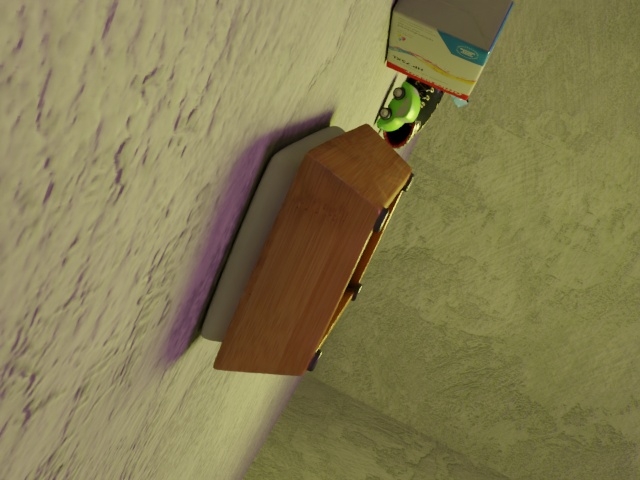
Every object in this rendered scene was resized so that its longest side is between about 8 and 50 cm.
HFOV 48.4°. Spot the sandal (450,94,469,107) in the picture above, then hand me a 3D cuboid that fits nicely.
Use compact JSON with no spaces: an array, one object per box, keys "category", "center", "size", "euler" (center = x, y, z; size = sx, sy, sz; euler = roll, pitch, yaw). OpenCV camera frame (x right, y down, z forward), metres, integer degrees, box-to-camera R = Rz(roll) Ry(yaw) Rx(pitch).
[{"category":"sandal","center":[0.363,-0.475,1.851],"size":[0.126,0.138,0.317],"euler":[-51,165,-57]}]

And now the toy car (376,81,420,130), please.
[{"category":"toy car","center":[0.184,-0.284,1.277],"size":[0.225,0.053,0.239],"euler":[-56,159,14]}]

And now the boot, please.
[{"category":"boot","center":[0.210,-0.305,1.475],"size":[0.236,0.085,0.178],"euler":[-66,171,29]}]

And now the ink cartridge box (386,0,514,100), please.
[{"category":"ink cartridge box","center":[0.168,-0.273,0.988],"size":[0.078,0.134,0.231],"euler":[-64,174,-6]}]

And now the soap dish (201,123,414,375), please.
[{"category":"soap dish","center":[0.000,0.000,0.766],"size":[0.229,0.118,0.291],"euler":[-66,173,19]}]
